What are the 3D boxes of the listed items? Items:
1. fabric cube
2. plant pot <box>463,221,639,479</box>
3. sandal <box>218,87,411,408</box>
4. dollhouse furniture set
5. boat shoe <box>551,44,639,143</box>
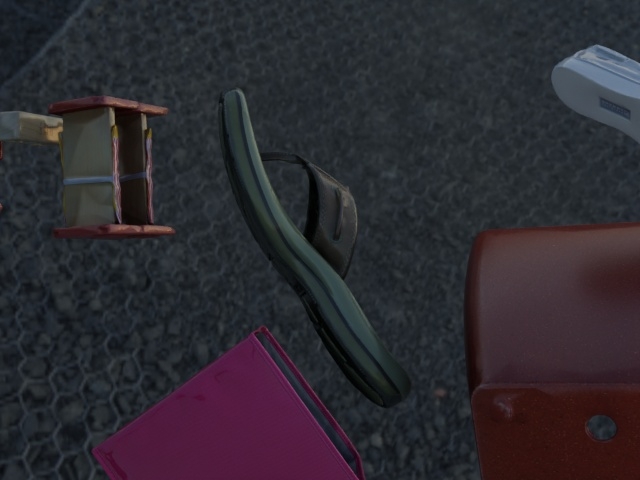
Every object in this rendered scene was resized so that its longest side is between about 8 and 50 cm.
[{"bbox_3d":[-0.114,0.297,1.385,0.258,0.259,0.254,-37,88,-1],"label":"fabric cube"},{"bbox_3d":[0.240,0.145,0.800,0.267,0.267,0.236,-3,17,23],"label":"plant pot"},{"bbox_3d":[0.000,0.001,0.858,0.086,0.120,0.303,-33,96,-8],"label":"sandal"},{"bbox_3d":[-0.419,-0.098,1.531,0.374,0.201,0.152,-2,-2,28],"label":"dollhouse furniture set"},{"bbox_3d":[0.287,-0.116,0.856,0.063,0.066,0.184,-39,47,-19],"label":"boat shoe"}]
